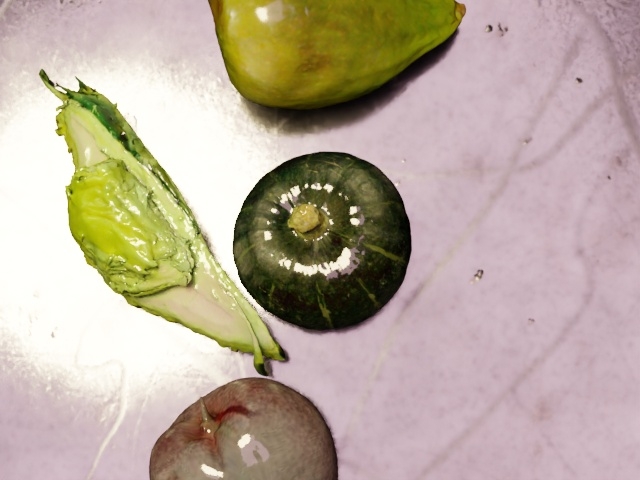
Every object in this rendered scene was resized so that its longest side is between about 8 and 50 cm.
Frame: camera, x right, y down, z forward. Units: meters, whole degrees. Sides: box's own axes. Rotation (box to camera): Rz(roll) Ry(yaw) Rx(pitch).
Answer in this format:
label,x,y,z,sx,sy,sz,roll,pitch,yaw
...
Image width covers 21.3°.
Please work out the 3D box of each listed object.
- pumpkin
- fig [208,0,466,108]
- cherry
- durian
label,x,y,z,sx,sy,sz,roll,pitch,yaw
pumpkin,0.001,0.001,1.556,0.167,0.125,0.167,0,95,6
fig,-0.003,-0.196,1.574,0.233,0.167,0.167,14,84,-35
cherry,-0.061,0.207,1.533,0.176,0.140,0.176,-2,112,-6
durian,-0.172,-0.016,1.563,0.106,0.132,0.375,-36,78,-13
